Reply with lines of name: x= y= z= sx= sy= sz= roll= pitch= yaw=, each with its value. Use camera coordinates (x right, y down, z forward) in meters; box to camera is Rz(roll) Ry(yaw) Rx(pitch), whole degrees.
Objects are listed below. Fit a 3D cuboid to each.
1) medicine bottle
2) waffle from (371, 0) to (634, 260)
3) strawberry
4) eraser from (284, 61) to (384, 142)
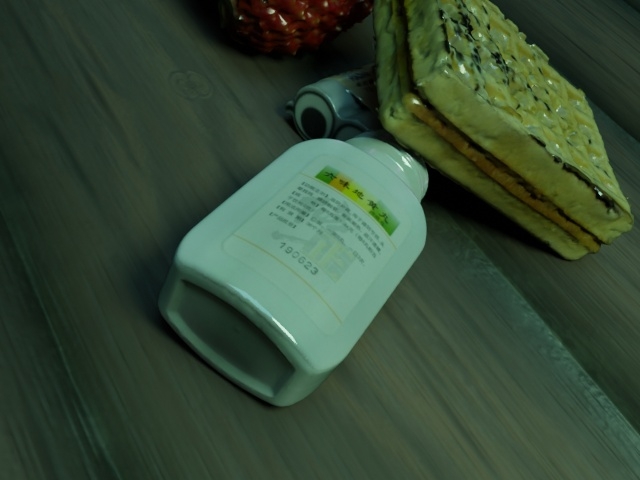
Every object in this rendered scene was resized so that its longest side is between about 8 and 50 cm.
medicine bottle: x=0.000 y=0.000 z=0.680 sx=0.179 sy=0.124 sz=0.324 roll=37 pitch=47 yaw=6
waffle: x=0.226 y=-0.164 z=0.830 sx=0.376 sy=0.114 sz=0.261 roll=29 pitch=46 yaw=-31
strawberry: x=-0.017 y=-0.437 z=0.963 sx=0.351 sy=0.267 sz=0.312 roll=-22 pitch=54 yaw=-16
eraser: x=0.109 y=-0.189 z=0.931 sx=0.171 sy=0.087 sz=0.290 roll=42 pitch=46 yaw=20
